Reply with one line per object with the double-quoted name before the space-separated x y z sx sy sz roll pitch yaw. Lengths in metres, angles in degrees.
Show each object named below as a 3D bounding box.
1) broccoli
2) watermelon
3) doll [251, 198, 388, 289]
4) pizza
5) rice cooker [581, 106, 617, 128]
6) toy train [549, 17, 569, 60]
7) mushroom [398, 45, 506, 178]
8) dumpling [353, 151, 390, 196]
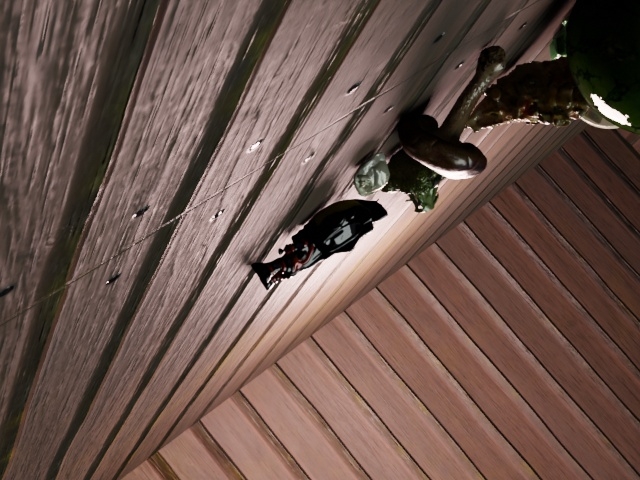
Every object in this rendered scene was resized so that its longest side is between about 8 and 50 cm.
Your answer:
"broccoli" 0.169 -0.110 1.810 0.131 0.120 0.130 -10 -163 16
"watermelon" 0.580 -0.335 1.734 0.363 0.363 0.363 -39 171 -7
"doll" -0.002 -0.003 1.771 0.249 0.088 0.127 -31 -169 -2
"pizza" 0.374 -0.270 1.884 0.069 0.226 0.147 58 36 -58
"rice cooker" 0.647 -0.360 2.242 0.244 0.226 0.226 -31 167 -47
"toy train" 0.468 -0.362 1.948 0.081 0.099 0.149 -3 169 -13
"mushroom" 0.235 -0.208 1.656 0.217 0.148 0.227 -58 173 9
"dumpling" 0.084 -0.104 1.687 0.057 0.052 0.076 -48 -173 -34
